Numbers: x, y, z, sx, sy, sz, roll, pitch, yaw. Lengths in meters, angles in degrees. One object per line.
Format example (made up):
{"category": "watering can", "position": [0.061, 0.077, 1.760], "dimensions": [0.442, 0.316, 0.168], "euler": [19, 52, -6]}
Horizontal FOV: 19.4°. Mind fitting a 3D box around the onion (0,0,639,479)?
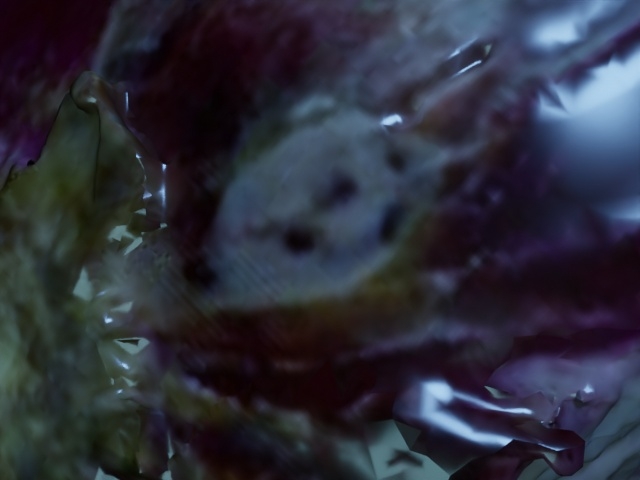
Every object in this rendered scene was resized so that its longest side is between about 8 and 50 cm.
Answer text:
{"category": "onion", "position": [0.000, 0.000, 0.498], "dimensions": [0.260, 0.282, 0.337], "euler": [52, 127, 27]}
